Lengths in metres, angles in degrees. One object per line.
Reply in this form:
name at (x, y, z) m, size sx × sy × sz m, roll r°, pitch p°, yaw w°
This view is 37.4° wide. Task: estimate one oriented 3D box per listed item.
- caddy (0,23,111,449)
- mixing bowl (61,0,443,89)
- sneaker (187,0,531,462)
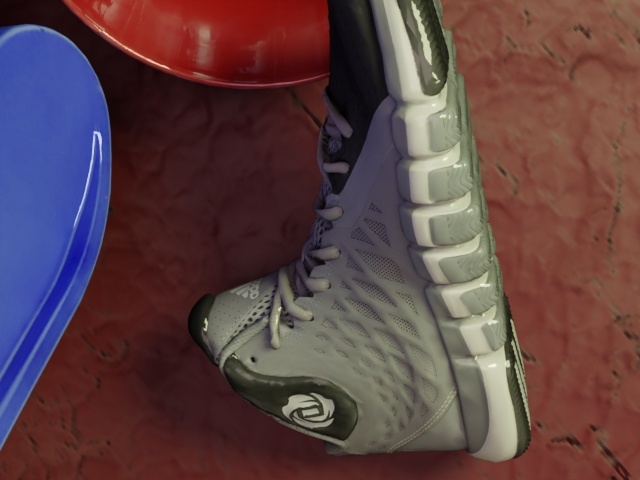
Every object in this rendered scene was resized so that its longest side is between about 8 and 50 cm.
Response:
caddy at (-0.220, -0.007, 0.289) m, size 0.179 × 0.341 × 0.241 m, roll -9°, pitch 130°, yaw 25°
mixing bowl at (-0.027, -0.163, 0.370) m, size 0.181 × 0.098 × 0.181 m, roll -2°, pitch 130°, yaw -2°
sneaker at (0.000, 0.000, 0.371) m, size 0.132 × 0.086 × 0.229 m, roll -11°, pitch 113°, yaw 14°
